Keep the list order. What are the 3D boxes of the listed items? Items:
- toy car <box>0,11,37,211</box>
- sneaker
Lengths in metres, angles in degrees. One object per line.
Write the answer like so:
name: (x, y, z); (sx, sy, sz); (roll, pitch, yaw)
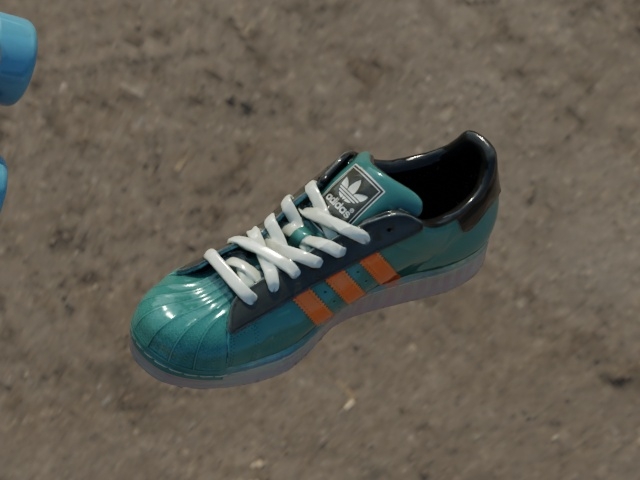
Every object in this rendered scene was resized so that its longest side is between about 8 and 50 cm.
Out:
toy car: (-0.301, -0.109, 1.198); (0.219, 0.238, 0.210); (15, 84, -28)
sneaker: (0.000, 0.000, 1.170); (0.302, 0.121, 0.108); (-23, 53, -29)
